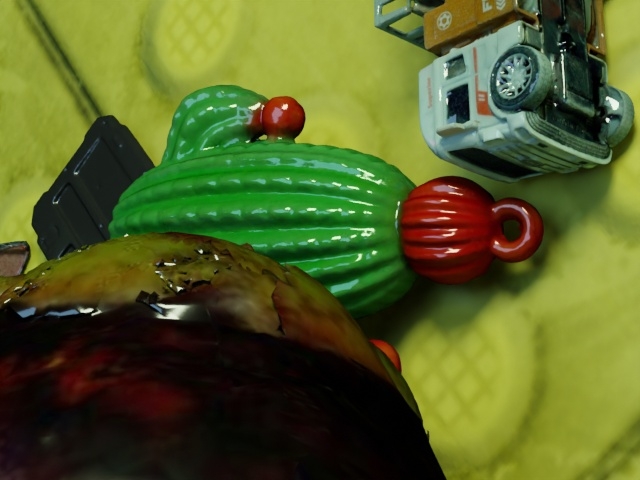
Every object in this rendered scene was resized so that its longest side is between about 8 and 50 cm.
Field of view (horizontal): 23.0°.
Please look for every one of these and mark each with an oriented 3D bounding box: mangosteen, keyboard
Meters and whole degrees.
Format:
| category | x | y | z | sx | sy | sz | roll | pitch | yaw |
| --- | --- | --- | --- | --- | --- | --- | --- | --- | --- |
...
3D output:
| category | x | y | z | sx | sy | sz | roll | pitch | yaw |
| --- | --- | --- | --- | --- | --- | --- | --- | --- | --- |
| mangosteen | -0.090 | 0.193 | 0.653 | 0.381 | 0.381 | 0.421 | -55 | 36 | 14 |
| keyboard | -0.104 | 0.031 | 0.955 | 0.106 | 0.016 | 0.262 | -51 | 49 | 16 |

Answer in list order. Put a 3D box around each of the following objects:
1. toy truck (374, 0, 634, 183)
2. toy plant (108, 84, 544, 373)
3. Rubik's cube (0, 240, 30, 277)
| category | x | y | z | sx | sy | sz | roll | pitch | yaw |
| --- | --- | --- | --- | --- | --- | --- | --- | --- | --- |
| toy truck | 0.085 | -0.113 | 0.789 | 0.115 | 0.080 | 0.178 | -20 | 62 | 42 |
| toy plant | -0.009 | 0.010 | 0.832 | 0.240 | 0.088 | 0.155 | 27 | 100 | 29 |
| Rubik's cube | -0.321 | 0.085 | 1.109 | 0.178 | 0.211 | 0.190 | -150 | 57 | -65 |
